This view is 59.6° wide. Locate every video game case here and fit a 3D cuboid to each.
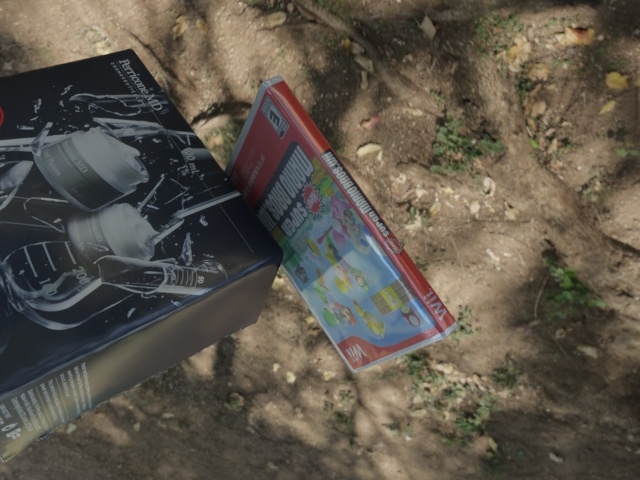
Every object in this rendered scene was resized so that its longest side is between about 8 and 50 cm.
[{"bbox_3d":[0.000,0.000,0.588,0.285,0.025,0.204,55,150,6],"label":"video game case"}]

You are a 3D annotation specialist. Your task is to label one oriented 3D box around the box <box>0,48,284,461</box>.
[{"bbox_3d":[-0.273,-0.009,0.619,0.343,0.312,0.179,52,146,18],"label":"box"}]
